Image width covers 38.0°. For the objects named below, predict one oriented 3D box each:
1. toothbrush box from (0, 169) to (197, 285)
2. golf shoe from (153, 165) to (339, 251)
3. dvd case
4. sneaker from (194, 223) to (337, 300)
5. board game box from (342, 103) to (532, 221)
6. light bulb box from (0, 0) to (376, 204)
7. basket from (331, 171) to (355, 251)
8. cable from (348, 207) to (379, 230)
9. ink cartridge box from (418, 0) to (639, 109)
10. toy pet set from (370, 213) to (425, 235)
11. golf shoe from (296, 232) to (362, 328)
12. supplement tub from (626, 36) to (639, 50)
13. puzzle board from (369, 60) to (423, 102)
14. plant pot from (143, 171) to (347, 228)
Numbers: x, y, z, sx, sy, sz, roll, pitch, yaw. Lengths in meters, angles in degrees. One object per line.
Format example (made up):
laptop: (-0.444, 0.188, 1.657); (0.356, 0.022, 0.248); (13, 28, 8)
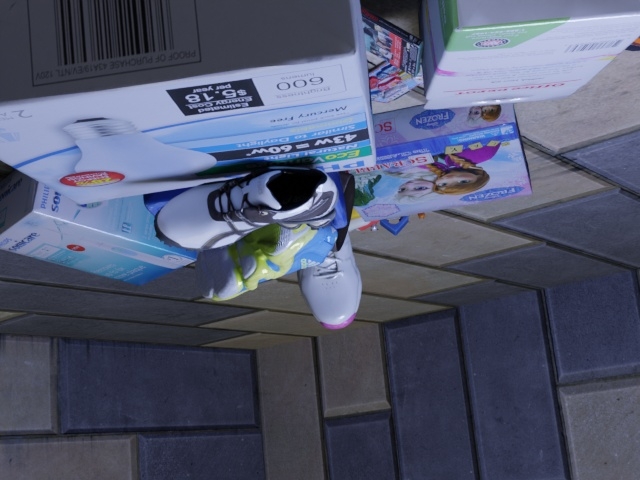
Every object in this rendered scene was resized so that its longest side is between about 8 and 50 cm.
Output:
toothbrush box: (-0.382, -0.035, 1.588); (0.296, 0.126, 0.216); (20, 154, -34)
golf shoe: (-0.080, -0.044, 0.969); (0.198, 0.077, 0.094); (-12, 161, -5)
dvd case: (0.067, -0.244, 1.111); (0.120, 0.013, 0.087); (30, 170, 10)
sneaker: (-0.067, 0.026, 1.250); (0.126, 0.091, 0.240); (5, 162, -37)
board game box: (0.186, -0.133, 1.584); (0.319, 0.065, 0.318); (-9, 160, 15)
light bulb box: (-0.137, -0.194, 0.897); (0.358, 0.225, 0.361); (-7, 170, 5)
basket: (-0.069, -0.065, 1.492); (0.227, 0.154, 0.204); (11, 165, 11)
cable: (0.149, -0.071, 1.847); (0.287, 0.072, 0.139); (-14, 159, 32)
ink cartridge box: (0.221, -0.244, 1.040); (0.207, 0.119, 0.353); (-5, 175, 0)
toy pet set: (0.167, -0.039, 2.003); (0.122, 0.065, 0.114); (-7, 166, 3)
golf shoe: (0.000, 0.000, 1.618); (0.115, 0.306, 0.140); (-12, 159, 6)
supplement tub: (0.374, -0.284, 1.031); (0.106, 0.106, 0.198); (-5, 166, -1)
puzzle board: (0.100, -0.227, 1.341); (0.096, 0.011, 0.128); (5, 163, -36)
plant pot: (-0.098, -0.128, 1.244); (0.236, 0.212, 0.236); (-8, 167, 8)
